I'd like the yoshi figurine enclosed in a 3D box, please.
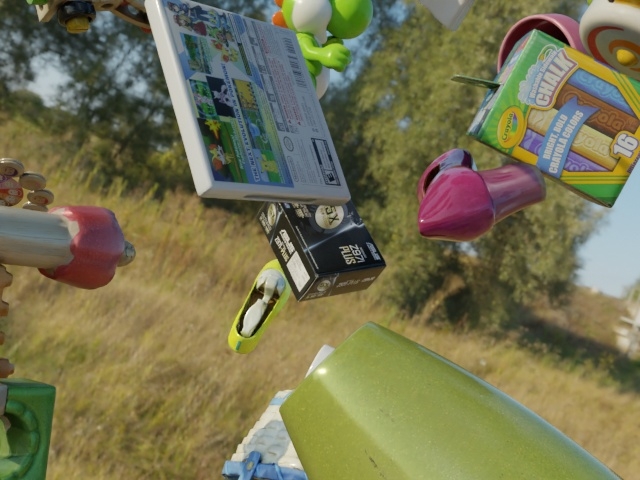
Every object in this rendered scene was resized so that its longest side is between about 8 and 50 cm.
[{"bbox_3d":[0.009,-0.369,1.651,0.203,0.362,0.203,13,4,36],"label":"yoshi figurine"}]

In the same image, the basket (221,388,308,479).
[{"bbox_3d":[-0.018,0.378,1.166,0.201,0.289,0.255,-14,-48,44],"label":"basket"}]

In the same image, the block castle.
[{"bbox_3d":[-0.356,0.184,0.852,0.303,0.453,0.213,1,-5,37],"label":"block castle"}]

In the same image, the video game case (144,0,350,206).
[{"bbox_3d":[-0.107,-0.211,1.288,0.036,0.329,0.300,-31,-21,38],"label":"video game case"}]

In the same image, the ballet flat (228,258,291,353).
[{"bbox_3d":[-0.113,0.120,1.651,0.077,0.231,0.077,24,-30,6],"label":"ballet flat"}]

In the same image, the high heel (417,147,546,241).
[{"bbox_3d":[0.166,-0.060,1.229,0.181,0.127,0.377,-18,2,-12],"label":"high heel"}]

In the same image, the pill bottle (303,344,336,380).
[{"bbox_3d":[0.094,0.267,1.340,0.245,0.136,0.136,26,2,10],"label":"pill bottle"}]

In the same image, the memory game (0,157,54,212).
[{"bbox_3d":[-0.466,-0.067,1.155,0.186,0.012,0.186,-2,-31,-1],"label":"memory game"}]

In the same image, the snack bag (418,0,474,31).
[{"bbox_3d":[0.117,-0.468,1.125,0.342,0.037,0.323,42,-27,2],"label":"snack bag"}]

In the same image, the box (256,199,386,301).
[{"bbox_3d":[0.000,0.000,1.387,0.147,0.077,0.180,-7,57,-36],"label":"box"}]

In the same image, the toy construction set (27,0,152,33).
[{"bbox_3d":[-0.384,-0.449,1.325,0.237,0.257,0.309,-21,27,-34],"label":"toy construction set"}]

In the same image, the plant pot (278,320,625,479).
[{"bbox_3d":[0.106,0.232,0.845,0.293,0.275,0.275,46,6,10],"label":"plant pot"}]

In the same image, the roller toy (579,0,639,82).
[{"bbox_3d":[0.513,-0.333,1.296,0.191,0.146,0.209,37,-7,-7],"label":"roller toy"}]

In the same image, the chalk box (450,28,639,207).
[{"bbox_3d":[0.338,-0.200,1.263,0.289,0.179,0.180,28,10,0],"label":"chalk box"}]

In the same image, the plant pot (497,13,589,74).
[{"bbox_3d":[0.472,-0.334,1.592,0.180,0.201,0.201,-14,22,-33],"label":"plant pot"}]
